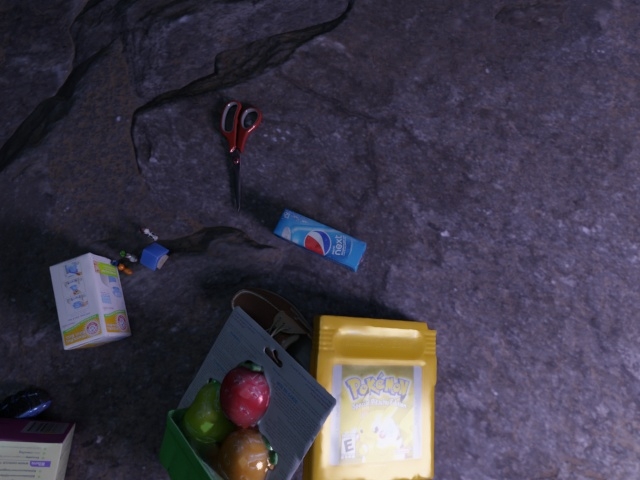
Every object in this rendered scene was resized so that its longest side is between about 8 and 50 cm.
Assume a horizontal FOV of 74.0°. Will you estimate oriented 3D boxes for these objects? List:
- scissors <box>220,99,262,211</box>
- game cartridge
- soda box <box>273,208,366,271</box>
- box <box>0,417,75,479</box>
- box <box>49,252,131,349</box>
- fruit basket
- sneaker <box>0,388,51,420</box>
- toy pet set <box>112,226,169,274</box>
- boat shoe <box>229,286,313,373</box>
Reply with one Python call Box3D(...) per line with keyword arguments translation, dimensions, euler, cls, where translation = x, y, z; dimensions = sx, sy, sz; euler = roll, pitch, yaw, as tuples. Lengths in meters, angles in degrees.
Box3D(translation=(-0.227, -0.223, 1.103), dimensions=(0.109, 0.021, 0.296), euler=(10, 81, 6), cls="scissors")
Box3D(translation=(0.112, 0.323, 0.877), dimensions=(0.286, 0.053, 0.323), euler=(7, 81, -21), cls="game cartridge")
Box3D(translation=(0.000, 0.000, 1.004), dimensions=(0.210, 0.071, 0.067), euler=(23, 82, 10), cls="soda box")
Box3D(translation=(-0.678, 0.523, 0.909), dimensions=(0.214, 0.117, 0.242), euler=(11, 86, -17), cls="box")
Box3D(translation=(-0.547, 0.148, 1.016), dimensions=(0.103, 0.114, 0.202), euler=(-19, 76, 1), cls="box")
Box3D(translation=(-0.160, 0.368, 0.873), dimensions=(0.327, 0.165, 0.352), euler=(33, 89, 36), cls="fruit basket")
Box3D(translation=(-0.744, 0.438, 1.008), dimensions=(0.221, 0.087, 0.083), euler=(-32, 44, -14), cls="sneaker")
Box3D(translation=(-0.442, 0.030, 1.044), dimensions=(0.114, 0.065, 0.122), euler=(30, 75, 6), cls="toy pet set")
Box3D(translation=(-0.075, 0.215, 0.948), dimensions=(0.325, 0.116, 0.123), euler=(36, 85, 12), cls="boat shoe")
